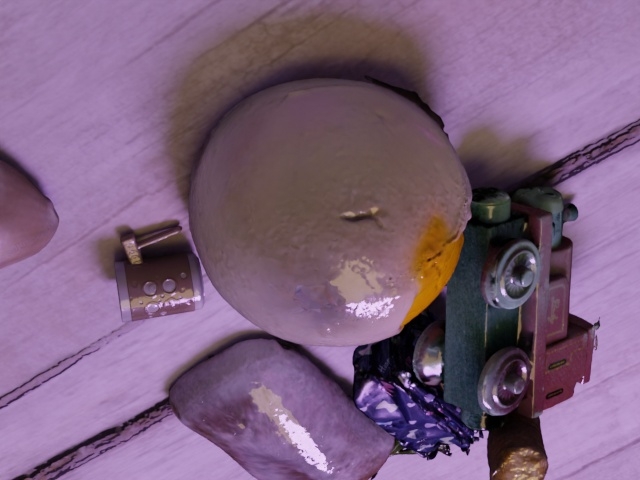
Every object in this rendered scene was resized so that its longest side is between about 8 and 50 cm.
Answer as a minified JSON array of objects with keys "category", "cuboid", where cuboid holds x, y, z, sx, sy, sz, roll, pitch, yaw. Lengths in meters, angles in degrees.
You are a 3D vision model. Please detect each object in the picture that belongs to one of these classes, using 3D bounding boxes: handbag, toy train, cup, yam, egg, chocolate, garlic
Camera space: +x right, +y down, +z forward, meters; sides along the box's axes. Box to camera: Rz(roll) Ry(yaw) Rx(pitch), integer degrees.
[{"category":"handbag","cuboid":[0.124,0.170,1.912,0.113,0.162,0.260,-19,140,26]},{"category":"toy train","cuboid":[0.229,0.071,1.794,0.221,0.150,0.304,-18,117,-39]},{"category":"cup","cuboid":[-0.190,0.039,1.755,0.099,0.102,0.074,-8,176,-9]},{"category":"yam","cuboid":[0.245,0.237,1.912,0.081,0.356,0.081,1,103,3]},{"category":"egg","cuboid":[0.000,0.000,1.607,0.337,0.201,0.337,3,124,5]},{"category":"chocolate","cuboid":[-0.048,0.254,1.978,0.185,0.100,0.303,-32,124,26]},{"category":"garlic","cuboid":[-0.432,-0.024,1.576,0.318,0.112,0.143,1,135,-14]}]

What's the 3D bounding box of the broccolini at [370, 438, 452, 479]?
[{"category":"broccolini","cuboid":[0.049,0.288,2.100,0.271,0.062,0.123,-12,128,2]}]
